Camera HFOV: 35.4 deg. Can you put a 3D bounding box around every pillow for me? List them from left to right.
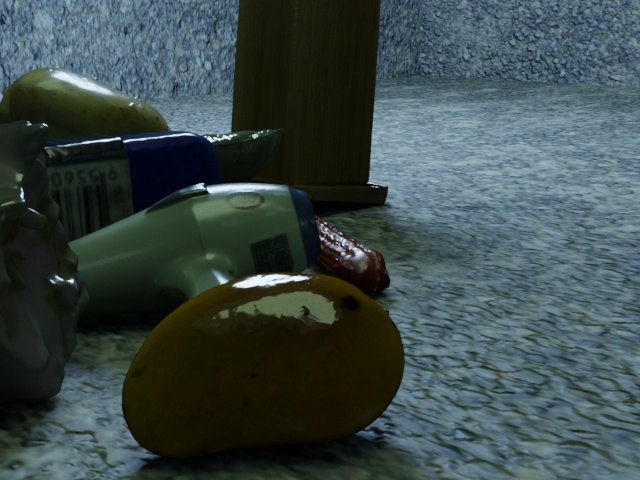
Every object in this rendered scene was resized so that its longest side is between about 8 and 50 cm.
[{"bbox_3d":[-0.195,-0.063,1.191,0.302,0.075,0.185,-14,-20,-44],"label":"pillow"}]

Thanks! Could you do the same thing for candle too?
[{"bbox_3d":[0.000,0.000,1.075,0.051,0.048,0.329,-20,19,-14],"label":"candle"}]

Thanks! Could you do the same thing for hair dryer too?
[{"bbox_3d":[-0.158,0.049,0.825,0.296,0.119,0.298,-6,25,12],"label":"hair dryer"}]

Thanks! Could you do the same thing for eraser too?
[{"bbox_3d":[-0.257,-0.025,0.973,0.332,0.155,0.101,-11,15,-35],"label":"eraser"}]

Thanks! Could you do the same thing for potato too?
[{"bbox_3d":[-0.312,-0.147,1.403,0.191,0.141,0.296,-7,-26,40],"label":"potato"}]

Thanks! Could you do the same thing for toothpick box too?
[{"bbox_3d":[-0.021,-0.214,1.358,0.190,0.308,0.187,-2,10,-37],"label":"toothpick box"}]

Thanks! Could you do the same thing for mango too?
[{"bbox_3d":[-0.036,0.076,0.633,0.178,0.090,0.115,-7,56,-3],"label":"mango"}]

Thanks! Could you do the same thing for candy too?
[{"bbox_3d":[-0.273,0.013,0.703,0.195,0.185,0.137,2,44,8],"label":"candy"}]
